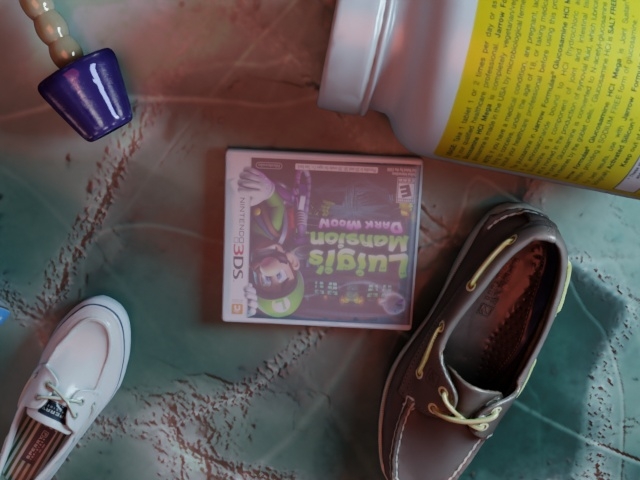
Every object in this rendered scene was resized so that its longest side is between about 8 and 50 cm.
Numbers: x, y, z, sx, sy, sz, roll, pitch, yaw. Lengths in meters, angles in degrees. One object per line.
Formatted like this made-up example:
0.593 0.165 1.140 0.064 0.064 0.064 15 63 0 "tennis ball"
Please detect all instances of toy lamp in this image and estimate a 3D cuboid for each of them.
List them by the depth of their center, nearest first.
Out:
-0.257 -0.218 0.777 0.080 0.080 0.274 -27 99 6 "toy lamp"

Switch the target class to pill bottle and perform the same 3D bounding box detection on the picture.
0.173 -0.149 0.730 0.334 0.188 0.187 11 103 -3 "pill bottle"

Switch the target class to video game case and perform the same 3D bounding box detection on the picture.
0.000 0.000 0.851 0.190 0.022 0.173 3 103 0 "video game case"

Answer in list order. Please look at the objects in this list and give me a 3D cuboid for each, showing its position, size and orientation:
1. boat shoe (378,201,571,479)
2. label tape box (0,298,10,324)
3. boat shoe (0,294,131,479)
0.143 0.121 0.839 0.117 0.096 0.324 23 102 -5 "boat shoe"
-0.475 0.049 0.738 0.334 0.106 0.240 36 83 13 "label tape box"
-0.254 0.164 0.863 0.083 0.076 0.226 24 102 -5 "boat shoe"
